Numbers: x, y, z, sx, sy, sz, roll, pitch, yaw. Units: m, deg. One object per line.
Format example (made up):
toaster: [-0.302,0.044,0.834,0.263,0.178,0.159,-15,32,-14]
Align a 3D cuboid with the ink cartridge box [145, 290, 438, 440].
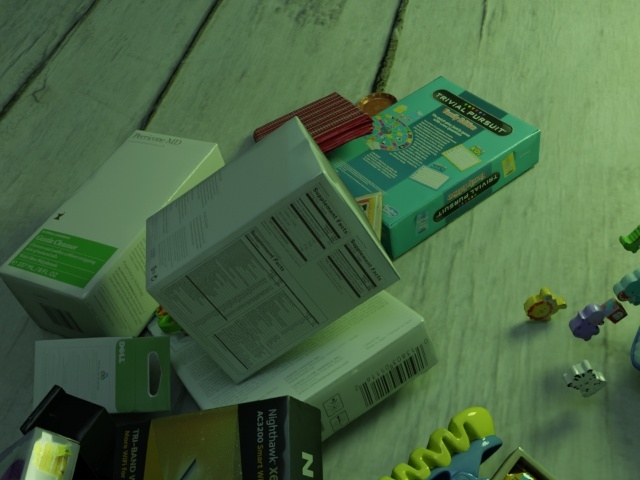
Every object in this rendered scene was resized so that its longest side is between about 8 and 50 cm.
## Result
ink cartridge box: [-0.063,0.149,1.126,0.308,0.091,0.385,-31,31,-17]

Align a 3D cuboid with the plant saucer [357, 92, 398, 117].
plant saucer: [0.115,-0.269,1.515,0.083,0.013,0.083,-6,45,6]

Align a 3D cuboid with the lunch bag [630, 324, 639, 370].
lunch bag: [0.503,0.094,0.952,0.176,0.090,0.219,7,66,61]

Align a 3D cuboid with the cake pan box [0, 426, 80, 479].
cake pan box: [-0.396,0.378,0.873,0.267,0.070,0.245,-35,34,33]

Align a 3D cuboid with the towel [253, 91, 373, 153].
towel: [-0.021,-0.204,1.398,0.199,0.031,0.275,-25,24,-2]

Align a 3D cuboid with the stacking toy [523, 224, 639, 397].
stacking toy: [0.386,0.082,0.997,0.221,0.052,0.167,-44,30,22]

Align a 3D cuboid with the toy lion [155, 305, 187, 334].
toy lion: [-0.223,0.108,1.180,0.096,0.034,0.100,-14,29,31]

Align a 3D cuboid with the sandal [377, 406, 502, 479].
sandal: [0.114,0.331,0.862,0.317,0.126,0.138,-35,63,-16]

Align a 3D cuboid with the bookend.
bookend: [-0.276,0.279,0.968,0.157,0.156,0.072,13,48,23]

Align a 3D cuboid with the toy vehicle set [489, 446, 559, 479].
toy vehicle set: [0.262,0.368,0.780,0.267,0.035,0.166,40,63,14]

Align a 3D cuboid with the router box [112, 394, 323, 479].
router box: [-0.117,0.343,0.819,0.243,0.081,0.309,-16,60,23]

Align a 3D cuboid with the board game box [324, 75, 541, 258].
board game box: [0.175,-0.141,1.331,0.336,0.079,0.254,-32,48,-18]

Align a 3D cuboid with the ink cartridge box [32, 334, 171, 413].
ink cartridge box: [-0.306,0.196,1.090,0.209,0.062,0.109,-4,78,10]

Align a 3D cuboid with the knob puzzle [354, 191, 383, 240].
knob puzzle: [0.000,0.000,1.173,0.213,0.030,0.213,-19,40,17]

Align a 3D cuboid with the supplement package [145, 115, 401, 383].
supplement package: [-0.072,0.010,1.018,0.263,0.198,0.199,-34,30,7]

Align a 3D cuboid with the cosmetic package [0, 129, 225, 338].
cosmetic package: [-0.320,-0.009,1.260,0.197,0.155,0.365,11,51,26]
